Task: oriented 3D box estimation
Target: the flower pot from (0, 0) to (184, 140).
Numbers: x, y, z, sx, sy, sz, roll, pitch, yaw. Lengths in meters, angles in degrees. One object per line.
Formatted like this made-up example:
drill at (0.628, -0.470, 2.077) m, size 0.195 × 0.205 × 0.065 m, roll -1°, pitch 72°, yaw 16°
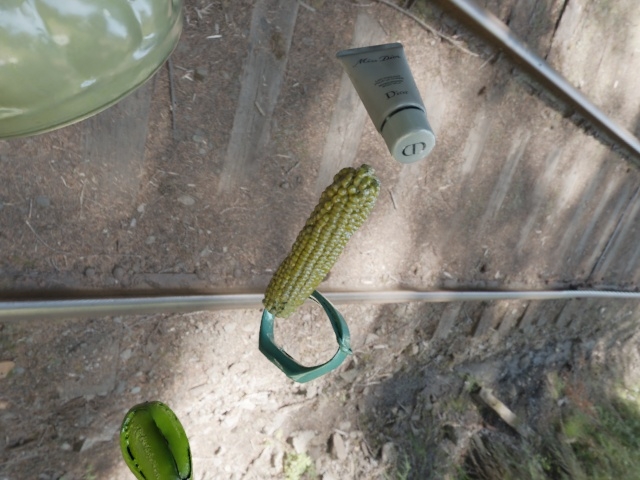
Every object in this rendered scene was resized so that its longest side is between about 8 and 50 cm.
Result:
flower pot at (-0.283, -0.264, 0.319) m, size 0.307 × 0.307 × 0.244 m, roll -37°, pitch 151°, yaw -17°

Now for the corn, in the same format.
corn at (0.000, 0.000, 0.664) m, size 0.086 × 0.086 × 0.288 m, roll 29°, pitch 97°, yaw -43°

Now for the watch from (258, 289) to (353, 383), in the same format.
watch at (-0.037, 0.212, 0.912) m, size 0.195 × 0.237 × 0.068 m, roll -53°, pitch 143°, yaw -9°

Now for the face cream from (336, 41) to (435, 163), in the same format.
face cream at (0.131, -0.281, 0.769) m, size 0.143 × 0.315 × 0.089 m, roll -12°, pitch 145°, yaw -2°

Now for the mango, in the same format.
mango at (-0.240, 0.319, 0.600) m, size 0.091 × 0.165 × 0.074 m, roll -38°, pitch 157°, yaw 7°
